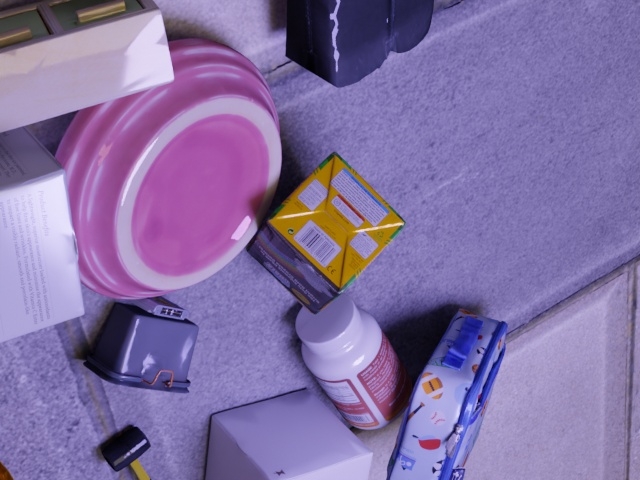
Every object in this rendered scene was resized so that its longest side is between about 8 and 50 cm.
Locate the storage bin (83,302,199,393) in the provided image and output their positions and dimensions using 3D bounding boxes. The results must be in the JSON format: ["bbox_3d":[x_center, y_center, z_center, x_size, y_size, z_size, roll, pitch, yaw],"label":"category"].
[{"bbox_3d":[-0.220,0.138,1.516,0.135,0.098,0.091,14,97,-42],"label":"storage bin"}]

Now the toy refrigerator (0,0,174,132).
[{"bbox_3d":[-0.298,-0.185,1.204,0.270,0.102,0.094,-18,127,-15],"label":"toy refrigerator"}]

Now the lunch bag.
[{"bbox_3d":[0.200,0.245,1.797,0.303,0.115,0.243,-49,157,-63],"label":"lunch bag"}]

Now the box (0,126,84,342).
[{"bbox_3d":[-0.345,-0.018,1.249,0.119,0.182,0.180,-19,126,-26],"label":"box"}]

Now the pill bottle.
[{"bbox_3d":[0.046,0.173,1.720,0.121,0.121,0.216,-41,134,-10],"label":"pill bottle"}]

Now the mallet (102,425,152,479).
[{"bbox_3d":[-0.241,0.327,1.658,0.062,0.039,0.189,-42,139,-13],"label":"mallet"}]

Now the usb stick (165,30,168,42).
[{"bbox_3d":[-0.244,-0.120,1.360,0.077,0.045,0.278,5,113,-39],"label":"usb stick"}]

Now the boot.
[{"bbox_3d":[0.120,-0.430,1.350,0.367,0.146,0.445,-24,134,-22],"label":"boot"}]

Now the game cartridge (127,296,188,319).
[{"bbox_3d":[-0.210,0.081,1.499,0.083,0.056,0.017,22,90,-65],"label":"game cartridge"}]

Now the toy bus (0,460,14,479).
[{"bbox_3d":[-0.475,0.388,1.443,0.220,0.149,0.211,-22,141,-30],"label":"toy bus"}]

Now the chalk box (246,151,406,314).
[{"bbox_3d":[0.000,0.000,1.528,0.132,0.132,0.213,-46,180,-17],"label":"chalk box"}]

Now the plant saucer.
[{"bbox_3d":[-0.163,-0.069,1.387,0.332,0.084,0.332,-32,139,-33],"label":"plant saucer"}]

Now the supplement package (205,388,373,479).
[{"bbox_3d":[-0.058,0.401,1.742,0.175,0.177,0.292,-11,124,-33],"label":"supplement package"}]
